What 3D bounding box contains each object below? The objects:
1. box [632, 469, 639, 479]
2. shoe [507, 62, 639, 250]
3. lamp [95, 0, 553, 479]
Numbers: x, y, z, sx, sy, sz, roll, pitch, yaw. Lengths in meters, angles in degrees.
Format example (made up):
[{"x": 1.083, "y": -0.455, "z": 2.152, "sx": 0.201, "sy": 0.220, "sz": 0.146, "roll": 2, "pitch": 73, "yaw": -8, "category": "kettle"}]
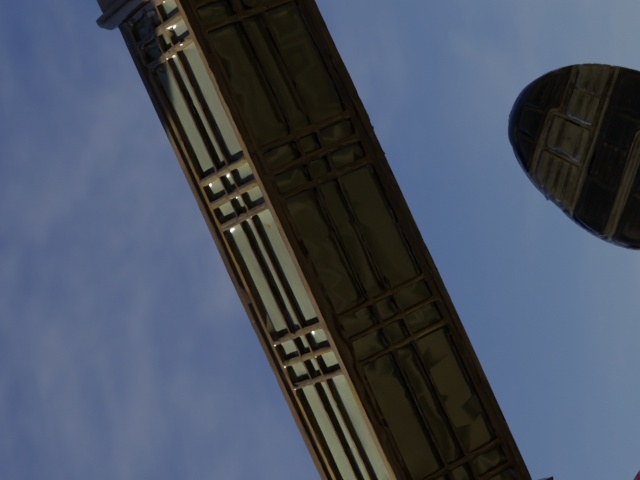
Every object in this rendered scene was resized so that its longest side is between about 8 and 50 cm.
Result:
[{"x": 0.365, "y": 0.283, "z": 1.230, "sx": 0.300, "sy": 0.314, "sz": 0.312, "roll": 88, "pitch": 164, "yaw": -63, "category": "box"}, {"x": 0.179, "y": -0.034, "z": 1.095, "sx": 0.207, "sy": 0.106, "sz": 0.091, "roll": 23, "pitch": -94, "yaw": -34, "category": "shoe"}, {"x": 0.000, "y": 0.000, "z": 0.997, "sx": 0.089, "sy": 0.090, "sz": 0.325, "roll": -24, "pitch": 91, "yaw": 61, "category": "lamp"}]
